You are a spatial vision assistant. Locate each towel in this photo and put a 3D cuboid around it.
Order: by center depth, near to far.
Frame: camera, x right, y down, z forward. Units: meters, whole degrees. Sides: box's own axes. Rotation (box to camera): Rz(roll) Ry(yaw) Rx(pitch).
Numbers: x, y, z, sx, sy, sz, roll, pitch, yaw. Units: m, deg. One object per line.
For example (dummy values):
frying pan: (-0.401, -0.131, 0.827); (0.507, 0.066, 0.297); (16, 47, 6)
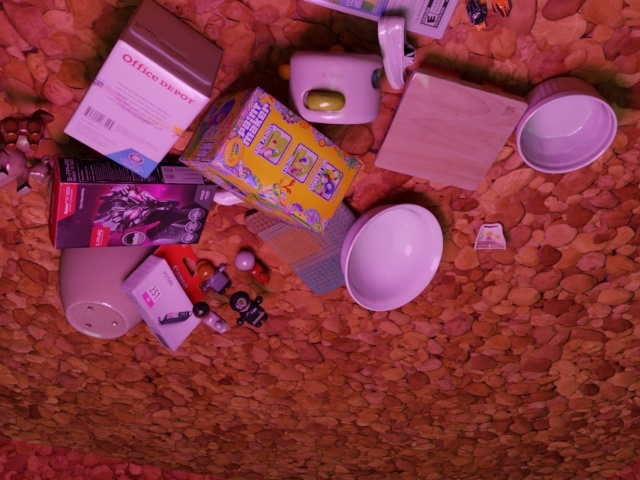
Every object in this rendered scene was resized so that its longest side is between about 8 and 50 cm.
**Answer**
towel: (0.000, 0.000, 1.689); (0.271, 0.040, 0.370); (-24, 129, 24)

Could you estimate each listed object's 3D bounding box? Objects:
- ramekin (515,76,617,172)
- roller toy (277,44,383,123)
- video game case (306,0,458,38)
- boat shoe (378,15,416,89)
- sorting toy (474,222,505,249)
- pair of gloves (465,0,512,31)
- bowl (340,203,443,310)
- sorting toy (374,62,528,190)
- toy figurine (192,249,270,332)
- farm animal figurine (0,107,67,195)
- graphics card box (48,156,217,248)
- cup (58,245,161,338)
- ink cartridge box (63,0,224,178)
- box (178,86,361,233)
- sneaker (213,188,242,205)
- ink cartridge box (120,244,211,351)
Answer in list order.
ramekin: (0.533, -0.261, 1.348); (0.207, 0.109, 0.207); (2, 135, 2)
roller toy: (0.030, -0.324, 1.248); (0.191, 0.209, 0.146); (-8, 111, -28)
video game case: (0.148, -0.561, 1.123); (0.300, 0.036, 0.329); (13, 135, -9)
boat shoe: (0.165, -0.387, 1.259); (0.063, 0.066, 0.184); (0, 144, 18)
sorting toy: (0.460, -0.014, 1.651); (0.083, 0.045, 0.075); (0, 128, 5)
pair of gloves: (0.338, -0.466, 1.224); (0.083, 0.010, 0.074); (-21, 131, 26)
bowl: (0.163, 0.024, 1.600); (0.298, 0.134, 0.297); (-12, 118, -25)
sorting toy: (0.283, -0.260, 1.378); (0.257, 0.089, 0.255); (13, 135, -10)
toy figurine: (-0.258, 0.147, 1.734); (0.210, 0.213, 0.148); (-11, 146, 20)
farm animal figurine: (-0.714, -0.183, 1.456); (0.327, 0.172, 0.330); (-21, 146, -6)
graphics card box: (-0.461, -0.088, 1.502); (0.371, 0.094, 0.232); (-2, 140, -30)
cup: (-0.597, 0.136, 1.726); (0.331, 0.237, 0.331); (2, 136, 2)
ink cartridge box: (-0.367, -0.316, 1.284); (0.198, 0.197, 0.270); (32, 129, -25)
box: (-0.118, -0.170, 1.326); (0.279, 0.290, 0.177); (32, 83, -27)
sneaker: (-0.209, -0.125, 1.575); (0.152, 0.053, 0.061); (2, 130, -10)
ink cartridge box: (-0.406, 0.139, 1.719); (0.060, 0.239, 0.275); (18, 144, 33)
